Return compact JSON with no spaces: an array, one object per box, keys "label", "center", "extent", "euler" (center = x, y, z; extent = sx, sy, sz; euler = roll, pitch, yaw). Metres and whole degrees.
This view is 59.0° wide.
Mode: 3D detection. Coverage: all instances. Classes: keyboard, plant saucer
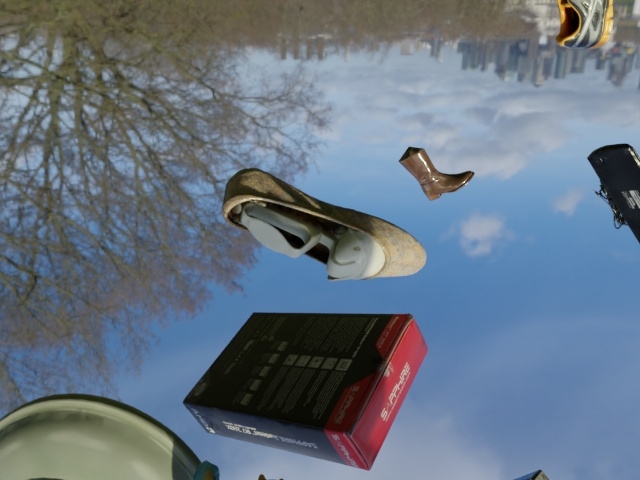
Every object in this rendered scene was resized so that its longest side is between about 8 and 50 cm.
[{"label":"keyboard","center":[0.468,-0.071,0.846],"extent":[0.038,0.192,0.100],"euler":[-46,-161,-20]},{"label":"plant saucer","center":[-0.337,0.417,0.796],"extent":[0.400,0.401,0.100],"euler":[3,-166,8]}]

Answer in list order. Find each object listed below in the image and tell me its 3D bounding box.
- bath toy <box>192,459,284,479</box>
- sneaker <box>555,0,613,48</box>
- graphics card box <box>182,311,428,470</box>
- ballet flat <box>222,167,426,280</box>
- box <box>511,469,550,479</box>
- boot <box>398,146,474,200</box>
[{"label":"bath toy","center":[-0.011,0.400,0.752],"extent":[0.348,0.151,0.129],"euler":[26,-160,-20]},{"label":"sneaker","center":[0.441,-0.427,0.947],"extent":[0.083,0.215,0.084],"euler":[-14,-157,-9]},{"label":"graphics card box","center":[-0.031,0.227,0.940],"extent":[0.370,0.094,0.233],"euler":[-5,-145,40]},{"label":"ballet flat","center":[0.000,0.000,0.819],"extent":[0.316,0.108,0.106],"euler":[21,-141,0]},{"label":"box","center":[0.442,0.573,1.139],"extent":[0.045,0.184,0.191],"euler":[-24,-111,-37]},{"label":"boot","center":[0.216,-0.139,1.060],"extent":[0.106,0.114,0.037],"euler":[-29,-159,28]}]
